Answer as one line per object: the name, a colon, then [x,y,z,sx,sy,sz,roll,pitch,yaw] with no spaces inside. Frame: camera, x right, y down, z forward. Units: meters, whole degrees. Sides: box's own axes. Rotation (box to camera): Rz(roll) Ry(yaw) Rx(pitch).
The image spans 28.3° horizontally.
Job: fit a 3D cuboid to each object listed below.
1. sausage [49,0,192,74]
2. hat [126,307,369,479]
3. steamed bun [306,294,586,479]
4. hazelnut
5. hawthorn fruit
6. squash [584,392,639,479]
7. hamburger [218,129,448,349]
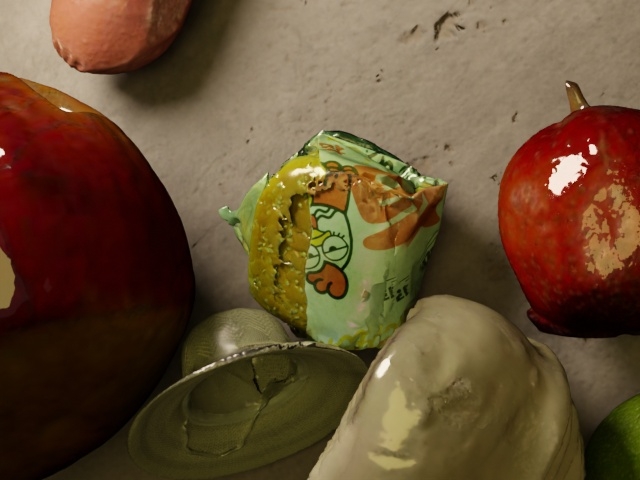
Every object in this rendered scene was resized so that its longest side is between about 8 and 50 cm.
sausage: [-0.192,-0.293,1.342,0.148,0.148,0.254,17,97,15]
hat: [-0.081,0.126,1.241,0.252,0.252,0.110,-29,58,11]
steamed bun: [0.113,0.219,1.143,0.219,0.310,0.324,28,96,10]
hazelnut: [-0.324,0.057,1.250,0.429,0.402,0.402,-46,77,14]
hawthorn fruit: [0.273,-0.031,1.178,0.215,0.215,0.250,-20,77,13]
squash: [0.331,0.194,1.083,0.111,0.288,0.203,12,76,-17]
hamburger: [-0.002,-0.002,1.278,0.235,0.125,0.214,25,105,12]
